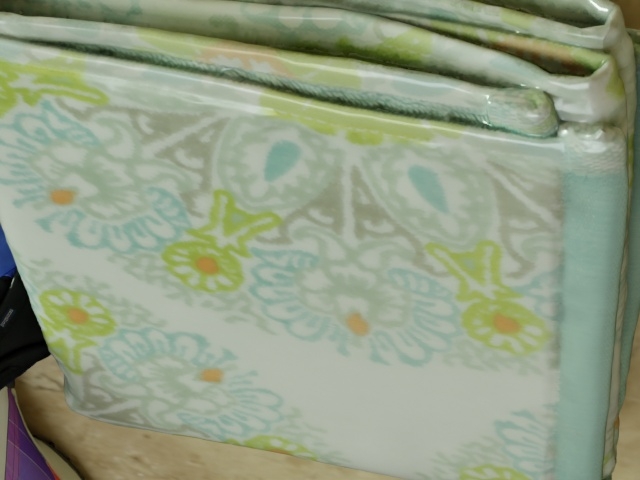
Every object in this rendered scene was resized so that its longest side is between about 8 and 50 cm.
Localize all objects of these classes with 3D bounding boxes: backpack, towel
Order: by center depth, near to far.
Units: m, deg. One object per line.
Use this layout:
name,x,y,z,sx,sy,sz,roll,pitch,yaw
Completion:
towel,0.000,0.000,0.886,0.321,0.090,0.374,11,145,14
backpack,-0.219,0.048,0.997,0.101,0.120,0.098,35,154,33

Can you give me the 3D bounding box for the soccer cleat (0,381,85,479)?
soccer cleat,-0.244,0.147,1.156,0.109,0.116,0.318,-2,141,22
